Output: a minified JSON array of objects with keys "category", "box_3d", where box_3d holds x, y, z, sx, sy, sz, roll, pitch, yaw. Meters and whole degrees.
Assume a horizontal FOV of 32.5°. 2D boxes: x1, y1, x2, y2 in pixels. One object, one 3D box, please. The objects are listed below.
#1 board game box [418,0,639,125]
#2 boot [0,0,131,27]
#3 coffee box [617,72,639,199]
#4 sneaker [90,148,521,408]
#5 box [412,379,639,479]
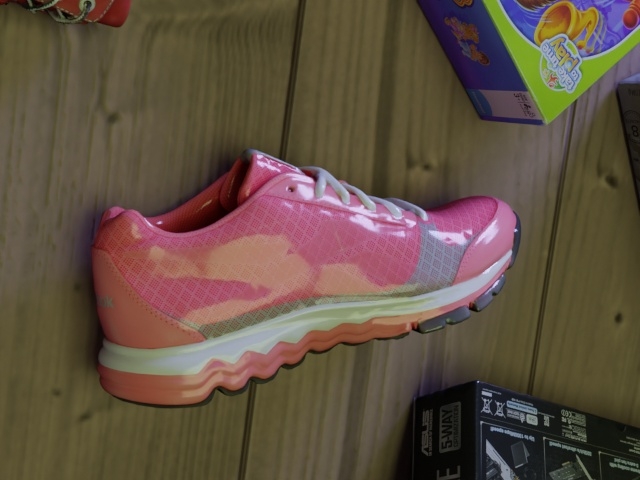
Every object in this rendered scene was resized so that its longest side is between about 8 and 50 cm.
[{"category":"board game box","box_3d":[0.137,-0.288,0.758,0.233,0.078,0.347,-41,115,-17]},{"category":"boot","box_3d":[-0.202,-0.132,0.596,0.176,0.088,0.244,38,76,-30]},{"category":"coffee box","box_3d":[0.343,-0.024,0.880,0.098,0.141,0.246,-25,109,-24]},{"category":"sneaker","box_3d":[0.000,0.000,0.710,0.314,0.116,0.136,-18,105,-25]},{"category":"box","box_3d":[0.208,0.259,0.832,0.307,0.076,0.242,18,63,-30]}]
